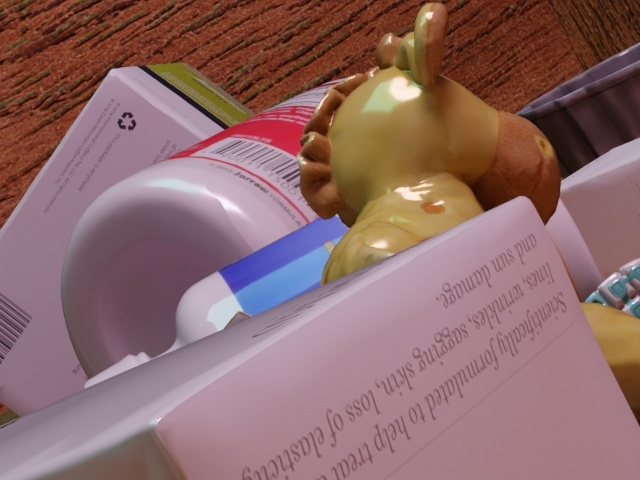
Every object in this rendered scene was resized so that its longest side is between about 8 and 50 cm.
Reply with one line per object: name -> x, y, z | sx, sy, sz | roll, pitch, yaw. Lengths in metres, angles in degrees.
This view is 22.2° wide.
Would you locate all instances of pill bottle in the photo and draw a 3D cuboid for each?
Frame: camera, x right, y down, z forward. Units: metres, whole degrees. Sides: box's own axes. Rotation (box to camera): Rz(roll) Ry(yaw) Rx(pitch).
pill bottle -> 0.000, 0.000, 1.320 | 0.229, 0.229, 0.408 | -25, 4, 37
pill bottle -> 0.013, 0.064, 0.913 | 0.272, 0.152, 0.152 | -28, 4, -7

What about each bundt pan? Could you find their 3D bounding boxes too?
bundt pan -> 0.354, -0.139, 1.514 | 0.331, 0.124, 0.331 | -28, 4, 2

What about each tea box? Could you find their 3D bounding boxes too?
tea box -> -0.178, 0.013, 1.661 | 0.329, 0.220, 0.323 | -54, -2, 9

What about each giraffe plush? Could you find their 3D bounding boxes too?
giraffe plush -> 0.048, 0.003, 0.721 | 0.181, 0.210, 0.170 | -28, 45, 35

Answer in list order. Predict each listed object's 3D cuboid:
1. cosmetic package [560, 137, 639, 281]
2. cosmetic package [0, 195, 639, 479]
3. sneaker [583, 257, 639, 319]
cosmetic package -> 0.273, -0.046, 1.125 | 0.231, 0.085, 0.117 | -22, 6, 46
cosmetic package -> -0.090, 0.140, 0.566 | 0.385, 0.156, 0.217 | -26, 1, 35
sneaker -> 0.199, 0.032, 0.869 | 0.166, 0.065, 0.076 | -25, -14, -17
